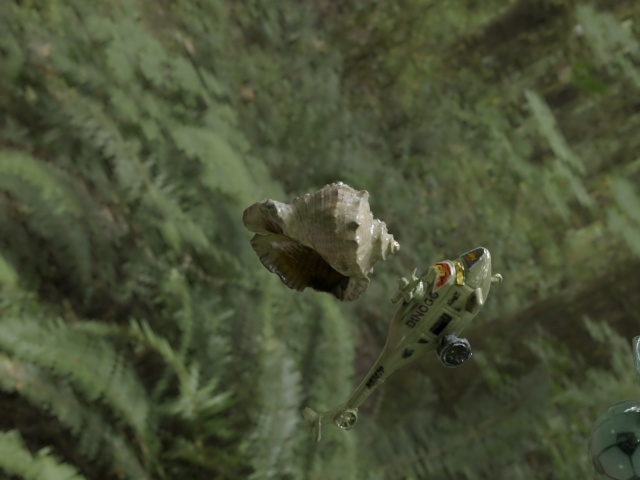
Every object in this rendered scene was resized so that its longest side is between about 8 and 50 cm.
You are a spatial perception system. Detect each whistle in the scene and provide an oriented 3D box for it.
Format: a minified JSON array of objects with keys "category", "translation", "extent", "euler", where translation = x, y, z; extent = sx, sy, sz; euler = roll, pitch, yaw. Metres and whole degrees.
[{"category":"whistle","translation":[0.471,0.289,2.223],"extent":[0.163,0.163,0.289],"euler":[-106,173,-63]}]

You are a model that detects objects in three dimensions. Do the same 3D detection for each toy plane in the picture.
[{"category":"toy plane","translation":[0.091,0.116,1.642],"extent":[0.108,0.286,0.092],"euler":[28,18,-31]}]

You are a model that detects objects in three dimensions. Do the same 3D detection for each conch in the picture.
[{"category":"conch","translation":[0.000,0.000,2.141],"extent":[0.163,0.245,0.178],"euler":[-29,127,-68]}]
